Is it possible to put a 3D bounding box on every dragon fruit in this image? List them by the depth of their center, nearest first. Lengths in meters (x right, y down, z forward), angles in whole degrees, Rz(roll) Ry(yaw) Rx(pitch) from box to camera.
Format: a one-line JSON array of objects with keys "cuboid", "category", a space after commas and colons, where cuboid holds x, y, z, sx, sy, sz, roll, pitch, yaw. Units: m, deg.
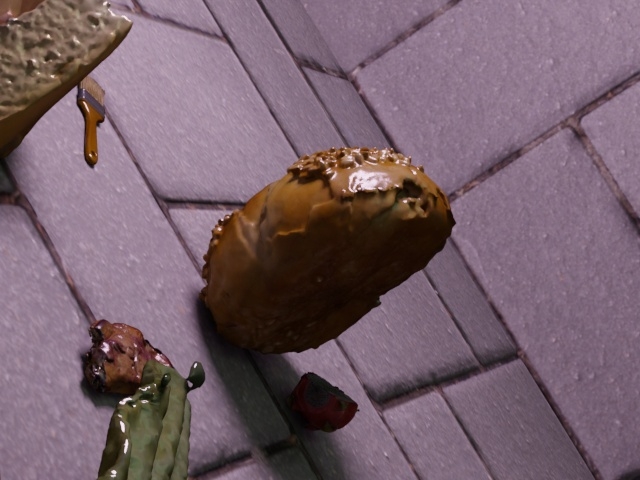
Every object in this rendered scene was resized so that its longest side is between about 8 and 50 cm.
[{"cuboid": [-0.004, 0.199, 1.859, 0.083, 0.060, 0.056, 34, 12, 27], "category": "dragon fruit"}]

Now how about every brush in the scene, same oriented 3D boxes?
[{"cuboid": [-0.269, -0.140, 1.821, 0.043, 0.014, 0.170, 44, 21, -33], "category": "brush"}]

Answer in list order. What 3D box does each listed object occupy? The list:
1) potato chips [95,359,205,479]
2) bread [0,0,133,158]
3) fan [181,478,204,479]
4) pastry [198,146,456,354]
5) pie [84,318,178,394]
[{"cuboid": [-0.118, 0.276, 1.161, 0.389, 0.097, 0.373, -76, 156, -66], "category": "potato chips"}, {"cuboid": [-0.347, -0.185, 1.568, 0.183, 0.224, 0.211, 47, -24, -10], "category": "bread"}, {"cuboid": [-0.075, 0.300, 1.096, 0.335, 0.011, 0.229, 60, 29, -51], "category": "fan"}, {"cuboid": [0.000, 0.000, 1.801, 0.255, 0.311, 0.162, 13, 42, -55], "category": "pastry"}, {"cuboid": [-0.185, 0.119, 1.519, 0.170, 0.034, 0.092, 19, 44, -64], "category": "pie"}]
